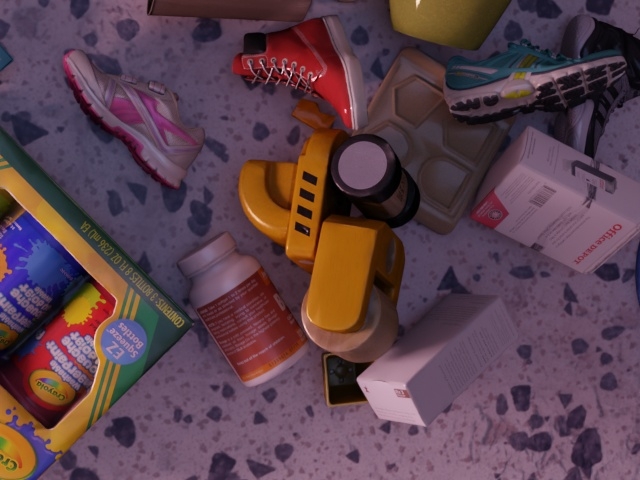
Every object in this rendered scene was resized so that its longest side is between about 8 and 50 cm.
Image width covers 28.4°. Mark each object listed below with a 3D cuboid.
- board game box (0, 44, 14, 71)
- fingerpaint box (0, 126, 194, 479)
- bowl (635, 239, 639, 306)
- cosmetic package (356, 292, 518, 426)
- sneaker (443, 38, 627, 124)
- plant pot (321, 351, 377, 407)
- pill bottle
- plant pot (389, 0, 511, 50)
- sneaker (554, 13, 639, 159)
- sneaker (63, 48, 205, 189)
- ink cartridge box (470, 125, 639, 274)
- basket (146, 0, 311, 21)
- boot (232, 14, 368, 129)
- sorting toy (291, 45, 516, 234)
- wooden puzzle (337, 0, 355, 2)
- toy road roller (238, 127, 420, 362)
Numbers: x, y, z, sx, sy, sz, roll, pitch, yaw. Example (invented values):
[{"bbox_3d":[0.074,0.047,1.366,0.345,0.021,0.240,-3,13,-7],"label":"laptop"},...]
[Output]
[{"bbox_3d":[-0.633,-0.235,1.727,0.336,0.079,0.254,-47,118,-18],"label":"board game box"},{"bbox_3d":[-0.466,0.087,1.794,0.371,0.163,0.445,-44,98,-6],"label":"fingerpaint box"},{"bbox_3d":[0.709,0.050,2.053,0.391,0.077,0.391,0,91,-11],"label":"bowl"},{"bbox_3d":[0.178,0.175,1.894,0.231,0.117,0.085,-40,112,-29],"label":"cosmetic package"},{"bbox_3d":[0.320,-0.257,1.898,0.275,0.107,0.110,-8,67,6],"label":"sneaker"},{"bbox_3d":[0.040,0.205,1.931,0.081,0.083,0.082,-5,92,-10],"label":"plant pot"},{"bbox_3d":[-0.119,0.100,1.879,0.121,0.121,0.216,-33,97,-8],"label":"pill bottle"},{"bbox_3d":[0.206,-0.441,1.871,0.274,0.275,0.294,12,104,-11],"label":"plant pot"},{"bbox_3d":[0.456,-0.217,1.984,0.153,0.101,0.269,4,89,-8],"label":"sneaker"},{"bbox_3d":[-0.271,-0.195,1.861,0.252,0.103,0.111,45,80,-15],"label":"sneaker"},{"bbox_3d":[0.366,-0.058,1.938,0.217,0.158,0.092,27,52,-9],"label":"ink cartridge box"},{"bbox_3d":[-0.125,-0.405,1.853,0.226,0.154,0.204,11,90,-14],"label":"basket"},{"bbox_3d":[-0.032,-0.233,1.848,0.176,0.244,0.088,-12,133,-9],"label":"boot"},{"bbox_3d":[0.123,-0.178,1.962,0.307,0.041,0.229,31,86,-6],"label":"sorting toy"},{"bbox_3d":[0.067,-0.522,1.784,0.080,0.348,0.322,-10,93,-28],"label":"wooden puzzle"},{"bbox_3d":[0.000,0.000,1.838,0.240,0.202,0.330,6,79,17],"label":"toy road roller"}]
